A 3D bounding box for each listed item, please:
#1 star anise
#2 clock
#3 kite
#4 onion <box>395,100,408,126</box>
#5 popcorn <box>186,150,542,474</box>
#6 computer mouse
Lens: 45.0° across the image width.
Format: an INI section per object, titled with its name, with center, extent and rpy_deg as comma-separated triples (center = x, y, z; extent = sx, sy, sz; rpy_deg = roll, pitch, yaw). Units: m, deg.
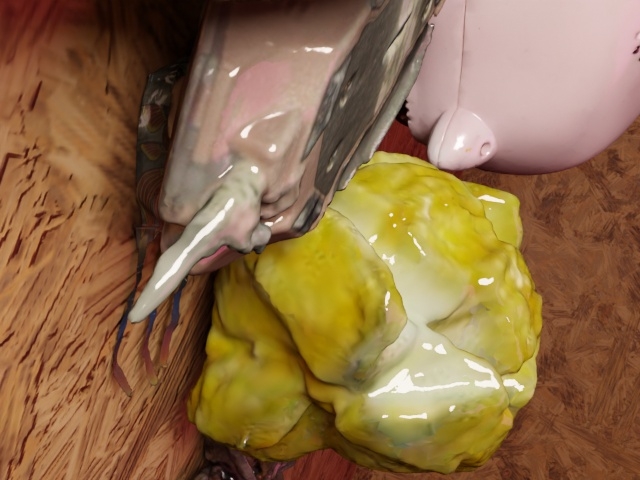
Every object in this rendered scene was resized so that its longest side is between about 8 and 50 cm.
[star anise]
center = -0.068, 0.224, 0.798
extent = 0.197, 0.073, 0.212
rpy_deg = -50, 159, -33
[clock]
center = 0.215, -0.242, 0.706
extent = 0.368, 0.251, 0.376
rpy_deg = -6, 109, -58
[kite]
center = -0.096, -0.009, 0.483
extent = 0.127, 0.016, 0.229
rpy_deg = -25, 131, -68
[onion]
center = 0.152, -0.215, 0.922
extent = 0.198, 0.135, 0.173
rpy_deg = 14, 97, -79
[popcorn]
center = 0.032, 0.071, 0.589
extent = 0.225, 0.276, 0.276
rpy_deg = -24, 135, -51
[computer mouse]
center = -0.017, -0.108, 0.431
extent = 0.389, 0.115, 0.199
rpy_deg = -58, 165, -34
